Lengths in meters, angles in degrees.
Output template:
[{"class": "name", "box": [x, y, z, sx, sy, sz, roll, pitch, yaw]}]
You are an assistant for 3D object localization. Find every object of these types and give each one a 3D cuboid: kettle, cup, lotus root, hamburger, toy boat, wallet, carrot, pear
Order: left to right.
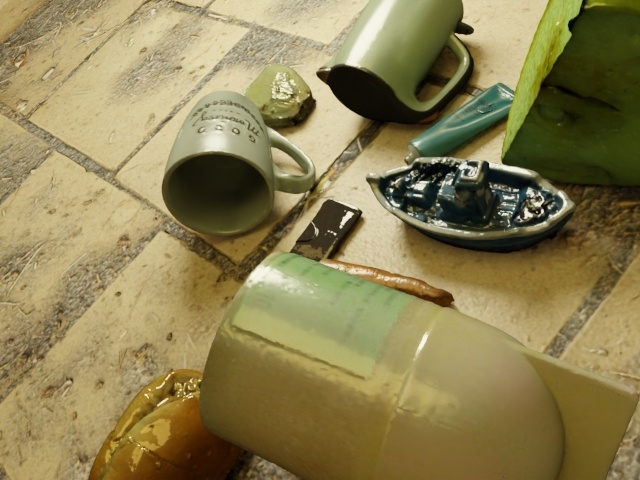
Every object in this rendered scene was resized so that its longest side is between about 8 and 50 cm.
[{"class": "hamburger", "box": [-0.212, 0.294, 0.843, 0.144, 0.156, 0.283, 19, 64, 36]}, {"class": "cup", "box": [-0.137, -0.149, 1.149, 0.258, 0.186, 0.234, 5, 44, -5]}, {"class": "lotus root", "box": [-0.082, -0.288, 1.270, 0.144, 0.070, 0.143, 23, 69, 37]}, {"class": "wallet", "box": [0.000, 0.000, 1.048, 0.082, 0.018, 0.156, 25, 70, 38]}, {"class": "carrot", "box": [0.092, 0.069, 0.930, 0.210, 0.061, 0.061, 7, 60, 25]}, {"class": "kettle", "box": [0.153, -0.334, 1.139, 0.240, 0.165, 0.255, 28, 70, 9]}, {"class": "toy boat", "box": [0.203, -0.064, 0.909, 0.309, 0.142, 0.129, 12, 64, 32]}, {"class": "pear", "box": [0.427, -0.212, 0.813, 0.318, 0.342, 0.238, 19, 68, 6]}]

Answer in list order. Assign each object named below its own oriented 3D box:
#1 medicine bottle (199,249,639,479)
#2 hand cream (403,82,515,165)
[{"class": "medicine bottle", "box": [0.099, 0.182, 0.698, 0.406, 0.235, 0.235, 19, 65, 18]}, {"class": "hand cream", "box": [0.235, -0.189, 1.059, 0.224, 0.048, 0.083, -34, 45, -7]}]
